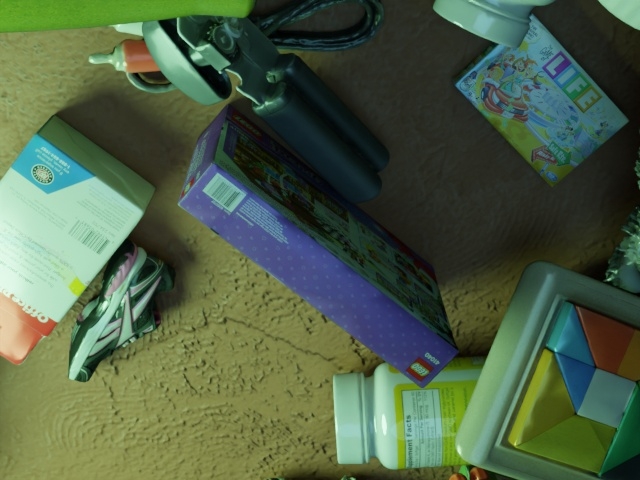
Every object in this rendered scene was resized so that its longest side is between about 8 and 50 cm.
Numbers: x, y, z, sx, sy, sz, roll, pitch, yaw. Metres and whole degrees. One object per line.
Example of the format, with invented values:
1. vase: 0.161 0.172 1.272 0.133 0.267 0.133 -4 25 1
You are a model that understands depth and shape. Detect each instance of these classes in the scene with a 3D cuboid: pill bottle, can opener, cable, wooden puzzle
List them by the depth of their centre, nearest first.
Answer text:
1. pill bottle: 0.188 -0.293 0.972 0.121 0.121 0.216 20 111 -9
2. cable: -0.085 -0.195 1.038 0.287 0.072 0.139 6 117 -3
3. can opener: -0.051 -0.136 1.039 0.095 0.076 0.283 -16 135 39
4. wooden puzzle: 0.284 0.159 1.100 0.238 0.044 0.221 21 94 -12
5. pill bottle: 0.120 0.189 1.175 0.208 0.119 0.119 -3 113 2

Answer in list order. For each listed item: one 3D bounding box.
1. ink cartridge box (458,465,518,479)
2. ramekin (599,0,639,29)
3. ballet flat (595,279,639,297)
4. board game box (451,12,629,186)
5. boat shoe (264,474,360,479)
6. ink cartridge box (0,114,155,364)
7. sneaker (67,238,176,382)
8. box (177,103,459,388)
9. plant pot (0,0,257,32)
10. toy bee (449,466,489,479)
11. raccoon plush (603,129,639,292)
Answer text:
1. ink cartridge box: 0.184 0.378 1.285 0.109 0.062 0.209 19 111 -8
2. ramekin: 0.297 -0.258 0.850 0.207 0.109 0.207 3 73 -9
3. ballet flat: 0.341 0.083 1.161 0.203 0.074 0.074 1 113 -3
4. board game box: 0.223 -0.143 1.086 0.154 0.026 0.103 43 106 -16
5. boat shoe: 0.035 0.316 1.259 0.219 0.078 0.070 23 78 -3
6. ink cartridge box: -0.296 0.003 1.115 0.134 0.078 0.231 37 108 -14
7. sneaker: -0.215 0.089 1.160 0.077 0.072 0.178 24 117 -21
8. box: 0.000 0.000 1.051 0.293 0.201 0.057 38 107 -14
9. plant pot: -0.208 -0.319 0.839 0.353 0.366 0.366 6 113 -8
10. toy bee: 0.196 0.338 1.173 0.195 0.162 0.298 7 131 -36
11. raccoon plush: 0.391 -0.140 1.046 0.216 0.299 0.446 5 75 -3
